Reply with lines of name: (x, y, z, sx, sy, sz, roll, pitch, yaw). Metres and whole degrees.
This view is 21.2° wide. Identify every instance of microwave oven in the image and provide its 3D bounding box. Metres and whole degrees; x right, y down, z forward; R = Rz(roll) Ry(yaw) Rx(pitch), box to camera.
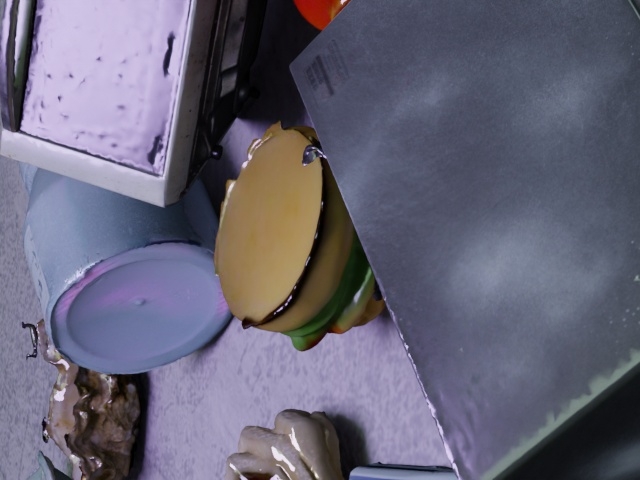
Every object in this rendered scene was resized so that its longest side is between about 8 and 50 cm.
microwave oven: (-0.183, -0.284, 1.920, 0.333, 0.247, 0.394, -62, -14, -63)
microwave oven: (0.206, -0.042, 1.274, 0.374, 0.236, 0.432, -43, 48, 27)

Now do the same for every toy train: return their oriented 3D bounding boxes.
toy train: (0.112, 0.247, 1.666, 0.252, 0.048, 0.055, -9, 81, 59)

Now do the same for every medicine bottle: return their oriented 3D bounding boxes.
medicine bottle: (-0.249, -0.019, 2.120, 0.245, 0.245, 0.290, -59, 39, 38)

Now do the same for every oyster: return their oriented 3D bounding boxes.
oyster: (-0.322, 0.197, 2.324, 0.198, 0.133, 0.337, -42, 54, 55)

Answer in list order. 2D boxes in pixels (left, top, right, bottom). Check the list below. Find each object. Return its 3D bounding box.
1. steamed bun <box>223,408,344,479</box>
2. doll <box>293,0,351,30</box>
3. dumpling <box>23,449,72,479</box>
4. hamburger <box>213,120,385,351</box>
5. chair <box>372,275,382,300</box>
steamed bun: (-0.045, 0.385, 1.750, 0.247, 0.189, 0.428, 161, 108, -66)
doll: (0.041, -0.301, 1.737, 0.182, 0.160, 0.363, -43, 51, 41)
dumpling: (-0.379, 0.381, 2.390, 0.105, 0.149, 0.217, -36, 38, 4)
hamburger: (0.000, 0.000, 1.787, 0.237, 0.149, 0.237, -26, 57, 50)
chair: (0.103, -0.061, 1.610, 0.149, 0.174, 0.213, -38, 66, 56)
